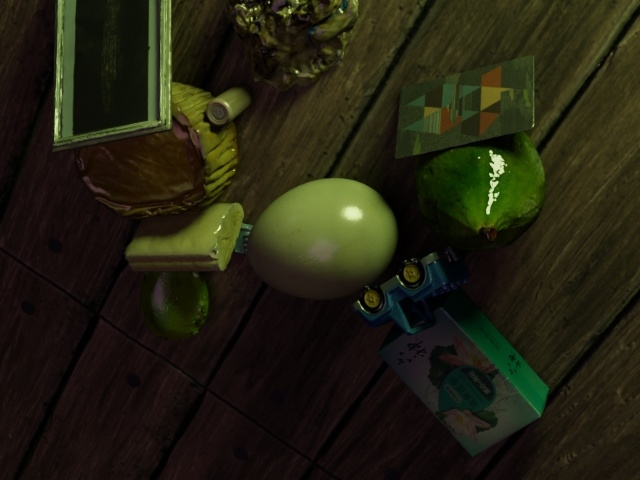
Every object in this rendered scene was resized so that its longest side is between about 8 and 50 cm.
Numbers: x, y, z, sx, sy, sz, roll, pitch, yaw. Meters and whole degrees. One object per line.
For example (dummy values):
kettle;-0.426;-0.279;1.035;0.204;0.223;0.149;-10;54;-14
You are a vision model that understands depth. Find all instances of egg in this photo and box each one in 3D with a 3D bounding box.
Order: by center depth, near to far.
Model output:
egg;0.000;0.000;1.737;0.254;0.188;0.188;-10;110;27

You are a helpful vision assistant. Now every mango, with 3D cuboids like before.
mango;-0.256;0.089;1.942;0.119;0.100;0.178;-1;109;-17

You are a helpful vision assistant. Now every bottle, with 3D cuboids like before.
bottle;-0.141;-0.215;1.746;0.045;0.096;0.045;9;116;18

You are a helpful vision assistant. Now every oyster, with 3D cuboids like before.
oyster;-0.044;-0.326;1.667;0.214;0.083;0.222;1;121;24

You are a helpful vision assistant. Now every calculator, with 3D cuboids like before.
calculator;-0.069;0.006;1.871;0.172;0.018;0.057;8;118;17

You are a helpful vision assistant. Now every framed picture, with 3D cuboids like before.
framed picture;-0.331;-0.294;1.736;0.231;0.018;0.293;-8;75;25

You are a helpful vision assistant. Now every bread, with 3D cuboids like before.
bread;-0.266;-0.152;1.804;0.253;0.142;0.227;-2;112;20
bread;-0.229;-0.008;1.861;0.178;0.139;0.060;-3;140;22

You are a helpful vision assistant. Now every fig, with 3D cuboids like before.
fig;0.218;-0.061;1.595;0.203;0.235;0.203;8;120;15

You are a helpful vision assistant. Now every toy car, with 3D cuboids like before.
toy car;0.146;0.085;1.689;0.191;0.097;0.100;-34;77;33

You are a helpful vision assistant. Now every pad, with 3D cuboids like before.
pad;0.207;-0.193;1.601;0.211;0.143;0.003;-11;142;25

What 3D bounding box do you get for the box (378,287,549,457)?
box;0.233;0.213;1.803;0.245;0.092;0.153;47;122;-5
